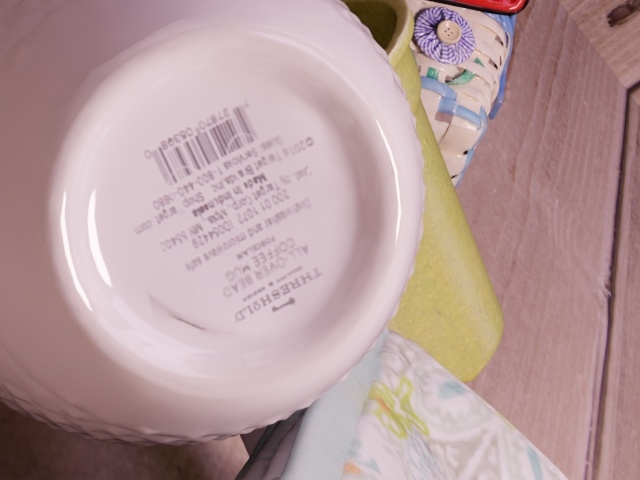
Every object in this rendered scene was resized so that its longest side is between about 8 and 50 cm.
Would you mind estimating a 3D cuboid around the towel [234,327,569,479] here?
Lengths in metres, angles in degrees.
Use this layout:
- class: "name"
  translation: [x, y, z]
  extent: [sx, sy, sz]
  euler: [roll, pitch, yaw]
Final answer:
- class: "towel"
  translation: [0.086, 0.212, 0.986]
  extent: [0.320, 0.090, 0.374]
  euler: [45, 20, -3]

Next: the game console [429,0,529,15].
- class: "game console"
  translation: [0.009, -0.283, 1.650]
  extent: [0.342, 0.060, 0.386]
  euler: [16, 20, -2]

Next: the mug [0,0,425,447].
- class: "mug"
  translation: [-0.134, -0.016, 0.965]
  extent: [0.328, 0.374, 0.276]
  euler: [-161, -122, -71]

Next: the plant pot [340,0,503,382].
- class: "plant pot"
  translation: [0.000, 0.000, 1.370]
  extent: [0.254, 0.276, 0.276]
  euler: [59, 18, -22]

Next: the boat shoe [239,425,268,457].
- class: "boat shoe"
  translation: [0.017, 0.171, 1.233]
  extent: [0.102, 0.108, 0.301]
  euler: [-28, 99, -64]

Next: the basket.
- class: "basket"
  translation: [0.059, -0.174, 1.716]
  extent: [0.255, 0.201, 0.289]
  euler: [15, 42, -10]
